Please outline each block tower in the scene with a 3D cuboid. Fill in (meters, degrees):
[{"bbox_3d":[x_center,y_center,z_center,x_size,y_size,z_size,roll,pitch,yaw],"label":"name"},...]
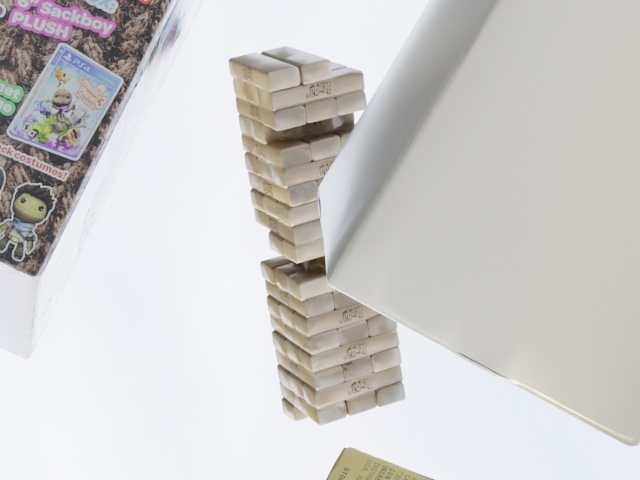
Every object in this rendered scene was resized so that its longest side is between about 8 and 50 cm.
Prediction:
[{"bbox_3d":[0.000,0.000,1.578,0.097,0.091,0.335,-151,-131,-62],"label":"block tower"}]

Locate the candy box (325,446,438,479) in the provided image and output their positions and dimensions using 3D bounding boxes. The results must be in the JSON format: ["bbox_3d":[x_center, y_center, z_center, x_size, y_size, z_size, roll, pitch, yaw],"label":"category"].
[{"bbox_3d":[0.148,0.229,0.943,0.316,0.183,0.087,16,-115,39],"label":"candy box"}]

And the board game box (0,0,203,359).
[{"bbox_3d":[-0.179,-0.103,1.103,0.232,0.141,0.291,124,-10,-71],"label":"board game box"}]

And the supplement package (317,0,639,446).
[{"bbox_3d":[0.144,-0.084,0.883,0.293,0.177,0.175,-59,-170,13],"label":"supplement package"}]
